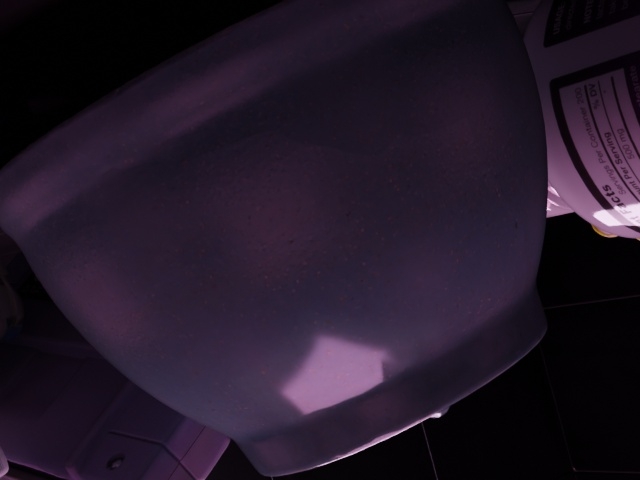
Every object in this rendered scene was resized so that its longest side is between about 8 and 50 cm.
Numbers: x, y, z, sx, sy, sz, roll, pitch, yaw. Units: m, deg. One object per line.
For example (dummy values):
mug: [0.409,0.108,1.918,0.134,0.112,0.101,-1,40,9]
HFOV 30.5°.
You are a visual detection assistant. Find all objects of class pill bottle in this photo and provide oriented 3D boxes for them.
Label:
pill bottle: [0.250,-0.104,0.710,0.181,0.181,0.323,-15,-179,-42]

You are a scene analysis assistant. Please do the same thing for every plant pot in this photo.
plant pot: [0.000,0.000,0.622,0.293,0.196,0.293,-26,-179,0]

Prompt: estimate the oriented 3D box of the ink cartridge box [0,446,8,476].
ink cartridge box: [-0.303,0.176,0.674,0.208,0.045,0.206,-25,179,-2]

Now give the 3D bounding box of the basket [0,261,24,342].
basket: [-0.361,0.071,0.776,0.289,0.201,0.255,-24,180,-2]

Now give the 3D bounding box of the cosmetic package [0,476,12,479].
cosmetic package: [-0.412,0.165,1.148,0.453,0.230,0.161,4,178,-7]

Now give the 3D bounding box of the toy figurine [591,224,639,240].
toy figurine: [0.254,-0.145,0.987,0.363,0.217,0.191,11,-129,12]

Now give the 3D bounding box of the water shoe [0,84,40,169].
water shoe: [-0.189,-0.054,0.595,0.080,0.073,0.203,-39,-176,-2]

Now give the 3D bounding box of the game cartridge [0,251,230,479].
game cartridge: [-0.168,0.075,0.874,0.355,0.068,0.230,1,-129,46]
